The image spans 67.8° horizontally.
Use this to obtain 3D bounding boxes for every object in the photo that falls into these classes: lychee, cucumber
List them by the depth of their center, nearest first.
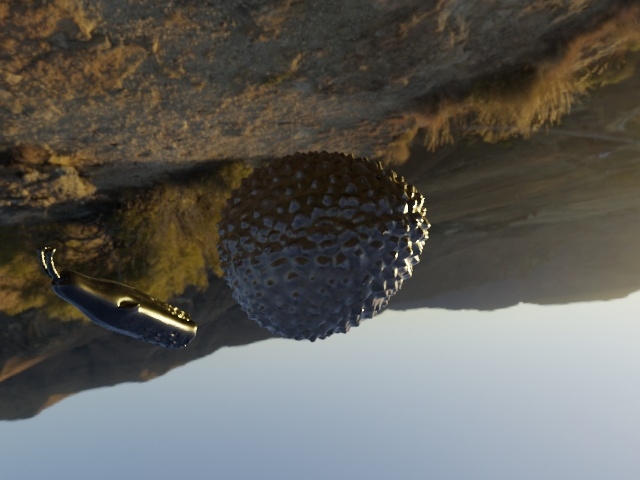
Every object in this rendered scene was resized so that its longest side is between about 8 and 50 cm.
[{"bbox_3d":[-0.157,0.053,0.381,0.039,0.043,0.163,2,159,22],"label":"cucumber"},{"bbox_3d":[0.000,0.000,0.930,0.432,0.380,0.380,-26,164,41],"label":"lychee"}]
